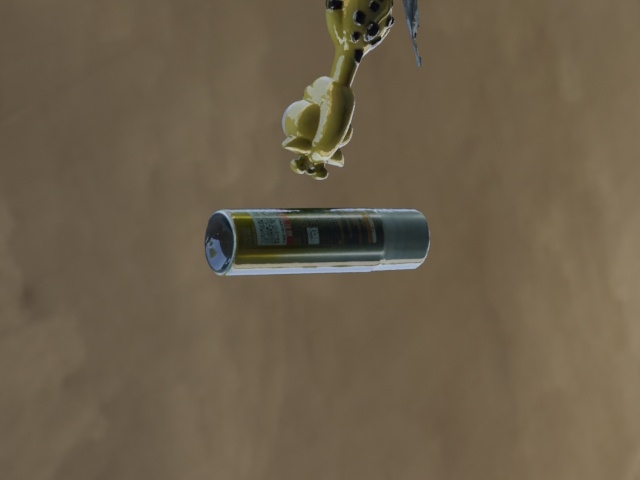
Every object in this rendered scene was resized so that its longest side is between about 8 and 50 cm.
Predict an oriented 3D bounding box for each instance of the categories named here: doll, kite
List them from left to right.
[{"bbox_3d":[0.026,-0.223,2.383,0.117,0.086,0.291,14,-82,-35],"label":"doll"},{"bbox_3d":[0.099,-0.358,2.086,0.314,0.011,0.335,101,164,-80],"label":"kite"}]

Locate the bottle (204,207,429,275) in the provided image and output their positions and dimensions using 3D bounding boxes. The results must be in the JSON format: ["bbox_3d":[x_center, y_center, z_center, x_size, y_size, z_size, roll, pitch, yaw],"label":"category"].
[{"bbox_3d":[0.000,0.000,2.197,0.286,0.082,0.082,-1,-94,-33],"label":"bottle"}]
